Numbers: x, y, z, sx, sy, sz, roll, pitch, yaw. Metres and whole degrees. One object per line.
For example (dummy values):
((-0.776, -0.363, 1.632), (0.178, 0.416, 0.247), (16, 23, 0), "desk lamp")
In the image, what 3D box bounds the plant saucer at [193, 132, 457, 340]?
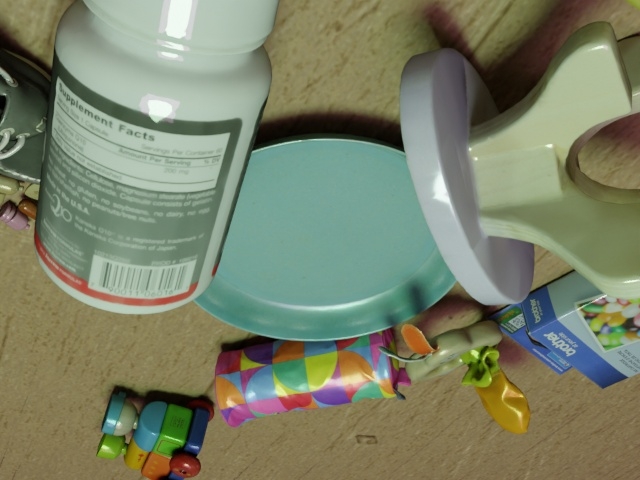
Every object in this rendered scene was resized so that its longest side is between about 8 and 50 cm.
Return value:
((0.000, 0.000, 0.844), (0.317, 0.044, 0.317), (-1, 139, -1), "plant saucer")

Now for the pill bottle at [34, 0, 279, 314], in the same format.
((-0.130, -0.094, 0.628), (0.161, 0.161, 0.283), (10, 127, -15), "pill bottle")

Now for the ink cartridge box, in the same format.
((0.378, 0.082, 0.951), (0.311, 0.065, 0.186), (-31, 131, 30), "ink cartridge box")

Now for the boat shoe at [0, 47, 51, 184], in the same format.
((-0.311, -0.131, 0.634), (0.112, 0.095, 0.335), (-22, 135, 20), "boat shoe")

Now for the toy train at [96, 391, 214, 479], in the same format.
((-0.253, 0.307, 1.139), (0.143, 0.105, 0.248), (21, 134, -10), "toy train")

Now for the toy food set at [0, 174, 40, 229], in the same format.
((-0.289, -0.038, 0.799), (0.122, 0.019, 0.078), (0, 138, -5), "toy food set")

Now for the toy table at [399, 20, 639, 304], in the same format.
((0.191, -0.058, 0.667), (0.161, 0.252, 0.274), (-8, 152, 30), "toy table")

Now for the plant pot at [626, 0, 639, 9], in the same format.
((0.291, -0.223, 0.476), (0.254, 0.254, 0.239), (-33, 146, 29), "plant pot")

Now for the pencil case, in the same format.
((-0.012, 0.167, 0.992), (0.236, 0.104, 0.104), (-10, 138, 10), "pencil case")

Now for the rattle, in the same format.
((0.158, 0.167, 0.929), (0.130, 0.143, 0.199), (-14, 167, 20), "rattle")
